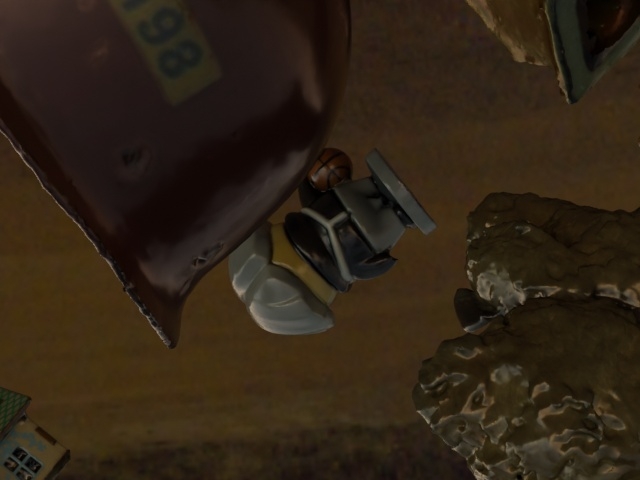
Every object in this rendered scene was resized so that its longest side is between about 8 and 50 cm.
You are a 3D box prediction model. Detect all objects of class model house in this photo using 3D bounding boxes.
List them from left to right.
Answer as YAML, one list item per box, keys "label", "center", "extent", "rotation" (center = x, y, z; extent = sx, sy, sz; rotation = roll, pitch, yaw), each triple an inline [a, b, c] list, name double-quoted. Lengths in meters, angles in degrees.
- label: "model house"
  center: [-0.384, 0.208, 1.195]
  extent: [0.206, 0.178, 0.271]
  rotation: [43, 156, -8]
- label: "model house"
  center: [0.315, -0.351, 1.596]
  extent: [0.268, 0.239, 0.173]
  rotation: [-46, 127, -3]

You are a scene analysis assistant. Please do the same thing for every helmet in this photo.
- label: "helmet"
  center: [-0.094, -0.149, 0.799]
  extent: [0.230, 0.384, 0.337]
  rotation: [-30, -171, 1]

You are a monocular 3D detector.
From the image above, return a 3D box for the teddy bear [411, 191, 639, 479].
- label: "teddy bear"
  center: [0.181, 0.084, 0.792]
  extent: [0.267, 0.256, 0.156]
  rotation: [34, 145, 9]

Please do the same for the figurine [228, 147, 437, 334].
- label: "figurine"
  center: [0.000, 0.000, 1.437]
  extent: [0.236, 0.176, 0.133]
  rotation: [-39, 154, 5]

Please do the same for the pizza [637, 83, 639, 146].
- label: "pizza"
  center: [0.357, -0.231, 0.914]
  extent: [0.440, 0.406, 0.130]
  rotation: [25, 172, -39]
